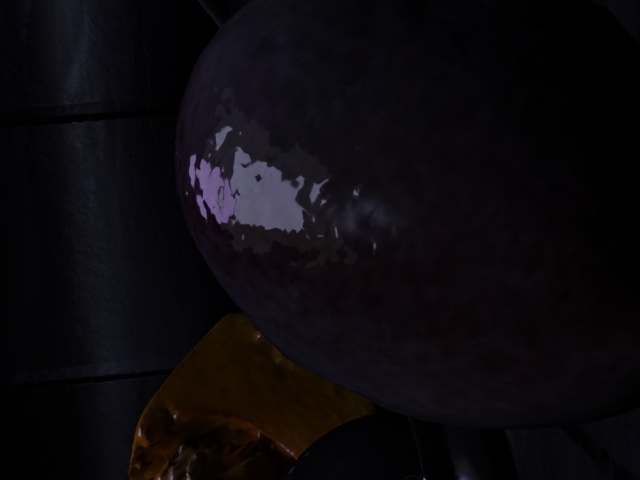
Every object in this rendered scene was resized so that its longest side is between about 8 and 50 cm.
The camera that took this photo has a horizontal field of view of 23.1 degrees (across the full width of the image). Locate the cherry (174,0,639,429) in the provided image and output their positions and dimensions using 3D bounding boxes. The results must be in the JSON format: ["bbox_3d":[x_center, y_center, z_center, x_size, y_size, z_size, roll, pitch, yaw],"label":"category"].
[{"bbox_3d":[0.052,-0.019,0.619,0.266,0.213,0.183,37,101,45],"label":"cherry"}]

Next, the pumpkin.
[{"bbox_3d":[-0.046,0.239,1.423,0.303,0.256,0.225,53,152,30],"label":"pumpkin"}]

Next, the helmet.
[{"bbox_3d":[0.039,0.228,1.097,0.279,0.160,0.230,97,167,-65],"label":"helmet"}]
